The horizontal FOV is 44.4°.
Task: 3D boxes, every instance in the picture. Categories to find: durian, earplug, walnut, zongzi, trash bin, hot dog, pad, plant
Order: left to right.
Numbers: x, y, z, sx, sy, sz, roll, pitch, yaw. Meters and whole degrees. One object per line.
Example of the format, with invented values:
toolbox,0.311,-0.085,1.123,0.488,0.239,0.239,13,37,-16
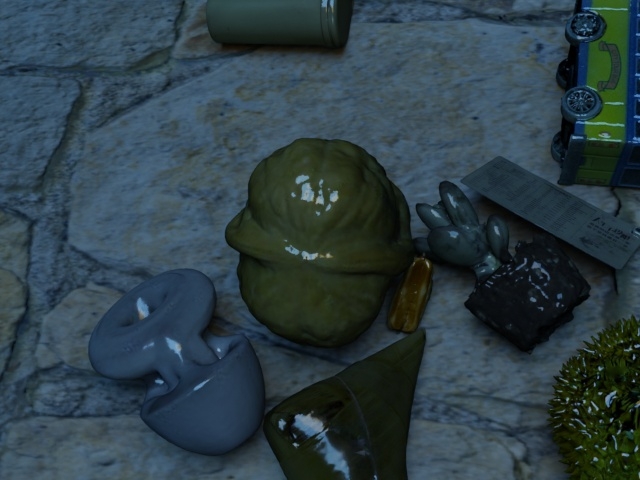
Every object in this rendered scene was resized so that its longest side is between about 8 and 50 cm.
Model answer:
earplug,-0.208,0.171,1.152,0.214,0.175,0.325,-38,56,-12
trash bin,-0.067,-0.468,1.441,0.247,0.121,0.243,4,67,14
walnut,0.001,-0.002,1.115,0.253,0.277,0.282,34,103,1
zongzi,0.101,0.291,1.074,0.300,0.145,0.274,-24,76,-28
hot dog,0.137,0.080,1.173,0.056,0.041,0.133,16,104,-6
plant,0.253,0.027,1.142,0.274,0.149,0.146,43,116,28
pad,0.355,-0.051,1.184,0.265,0.009,0.159,32,36,21
durian,0.425,0.236,0.988,0.291,0.225,0.291,-2,29,1

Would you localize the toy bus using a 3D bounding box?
toy bus,0.471,-0.246,1.230,0.190,0.152,0.312,5,67,13
